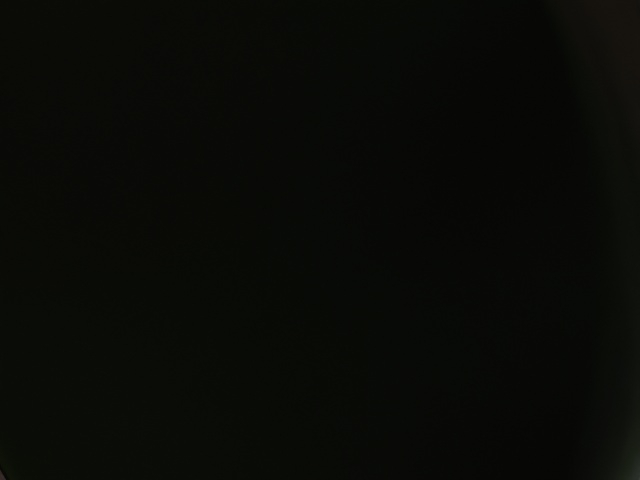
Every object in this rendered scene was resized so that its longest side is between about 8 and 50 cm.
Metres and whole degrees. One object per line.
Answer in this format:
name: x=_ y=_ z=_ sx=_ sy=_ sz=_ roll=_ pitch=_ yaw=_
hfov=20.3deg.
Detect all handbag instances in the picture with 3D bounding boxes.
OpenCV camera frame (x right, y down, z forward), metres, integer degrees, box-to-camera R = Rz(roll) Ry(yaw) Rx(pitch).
handbag: x=0.001 y=0.000 z=0.478 sx=0.093 sy=0.253 sz=0.308 roll=-2 pitch=-159 yaw=-42

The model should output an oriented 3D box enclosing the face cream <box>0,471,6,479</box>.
face cream: x=-0.254 y=0.173 z=0.879 sx=0.274 sy=0.154 sz=0.096 roll=-10 pitch=-156 yaw=-7
